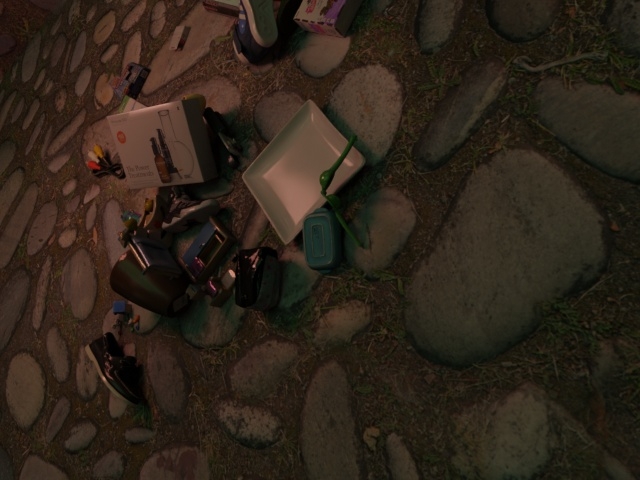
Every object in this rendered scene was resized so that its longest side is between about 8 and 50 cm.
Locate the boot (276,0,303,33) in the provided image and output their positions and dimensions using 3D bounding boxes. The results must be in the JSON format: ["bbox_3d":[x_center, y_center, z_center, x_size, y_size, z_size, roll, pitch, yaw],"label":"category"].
[{"bbox_3d":[-0.152,-0.880,1.746,0.270,0.089,0.236,34,98,42],"label":"boot"}]

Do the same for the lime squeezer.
[{"bbox_3d":[0.053,-0.133,1.335,0.110,0.059,0.310,-2,85,-9],"label":"lime squeezer"}]

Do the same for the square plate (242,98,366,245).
[{"bbox_3d":[-0.058,-0.212,1.483,0.347,0.049,0.344,-46,54,15],"label":"square plate"}]

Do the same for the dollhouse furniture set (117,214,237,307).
[{"bbox_3d":[-0.432,0.029,1.511,0.198,0.303,0.286,-54,53,11],"label":"dollhouse furniture set"}]

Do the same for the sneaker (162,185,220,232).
[{"bbox_3d":[-0.468,-0.134,1.714,0.269,0.101,0.153,-20,67,32],"label":"sneaker"}]

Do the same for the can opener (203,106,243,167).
[{"bbox_3d":[-0.360,-0.379,1.734,0.093,0.074,0.280,-43,55,18],"label":"can opener"}]

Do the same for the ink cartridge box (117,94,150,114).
[{"bbox_3d":[-0.705,-0.498,1.966,0.212,0.154,0.093,30,94,37],"label":"ink cartridge box"}]

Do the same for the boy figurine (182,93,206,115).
[{"bbox_3d":[-0.498,-0.413,1.783,0.285,0.092,0.177,-52,57,38],"label":"boy figurine"}]

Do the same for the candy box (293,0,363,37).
[{"bbox_3d":[0.029,-0.771,1.584,0.196,0.070,0.164,28,93,37],"label":"candy box"}]

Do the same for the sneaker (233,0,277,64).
[{"bbox_3d":[-0.260,-0.796,1.713,0.236,0.130,0.322,-13,87,57],"label":"sneaker"}]

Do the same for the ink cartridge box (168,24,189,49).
[{"bbox_3d":[-0.620,-0.882,2.108,0.063,0.029,0.115,13,84,37],"label":"ink cartridge box"}]

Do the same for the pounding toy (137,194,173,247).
[{"bbox_3d":[-0.652,-0.027,1.779,0.155,0.154,0.269,-11,69,32],"label":"pounding toy"}]

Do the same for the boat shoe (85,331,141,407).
[{"bbox_3d":[-0.705,0.442,1.694,0.113,0.127,0.340,-46,49,-13],"label":"boat shoe"}]

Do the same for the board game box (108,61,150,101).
[{"bbox_3d":[-0.903,-0.743,2.245,0.194,0.060,0.194,31,95,37],"label":"board game box"}]

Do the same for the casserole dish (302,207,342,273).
[{"bbox_3d":[0.000,0.000,1.353,0.114,0.037,0.188,-6,85,24],"label":"casserole dish"}]

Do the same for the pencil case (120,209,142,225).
[{"bbox_3d":[-0.721,-0.082,1.901,0.152,0.065,0.070,12,107,37],"label":"pencil case"}]

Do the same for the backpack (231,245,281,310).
[{"bbox_3d":[-0.186,0.117,1.429,0.152,0.115,0.181,-13,69,44],"label":"backpack"}]

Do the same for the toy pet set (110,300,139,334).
[{"bbox_3d":[-0.742,0.286,1.800,0.122,0.065,0.114,-20,65,29],"label":"toy pet set"}]

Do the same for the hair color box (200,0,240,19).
[{"bbox_3d":[-0.311,-1.052,1.838,0.186,0.113,0.374,18,87,7],"label":"hair color box"}]

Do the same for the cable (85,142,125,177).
[{"bbox_3d":[-0.972,-0.328,2.154,0.287,0.072,0.139,33,101,37],"label":"cable"}]

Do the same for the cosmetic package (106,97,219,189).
[{"bbox_3d":[-0.574,-0.342,1.743,0.378,0.097,0.284,-2,108,29],"label":"cosmetic package"}]

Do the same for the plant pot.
[{"bbox_3d":[-0.553,0.154,1.639,0.230,0.215,0.215,33,96,23],"label":"plant pot"}]
